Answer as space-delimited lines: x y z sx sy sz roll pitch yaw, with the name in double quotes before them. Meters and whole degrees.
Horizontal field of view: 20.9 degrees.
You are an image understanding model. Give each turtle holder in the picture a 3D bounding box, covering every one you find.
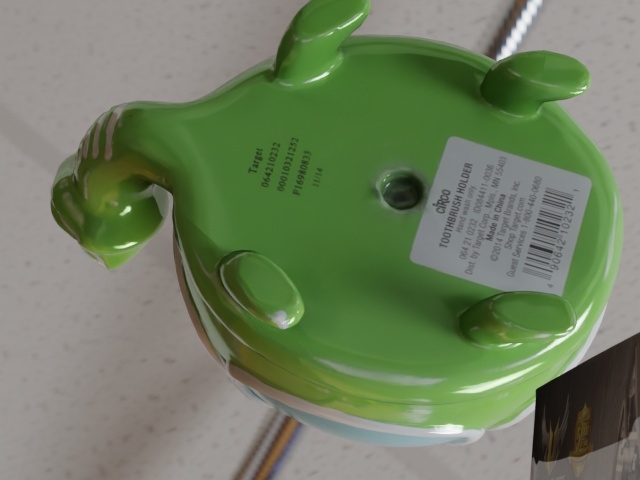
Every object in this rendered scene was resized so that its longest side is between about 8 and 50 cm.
"turtle holder" 0.010 0.016 1.033 0.320 0.227 0.243 -10 -117 -9

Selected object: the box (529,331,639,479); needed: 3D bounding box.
"box" 0.124 0.131 0.639 0.056 0.231 0.183 7 -102 -6
